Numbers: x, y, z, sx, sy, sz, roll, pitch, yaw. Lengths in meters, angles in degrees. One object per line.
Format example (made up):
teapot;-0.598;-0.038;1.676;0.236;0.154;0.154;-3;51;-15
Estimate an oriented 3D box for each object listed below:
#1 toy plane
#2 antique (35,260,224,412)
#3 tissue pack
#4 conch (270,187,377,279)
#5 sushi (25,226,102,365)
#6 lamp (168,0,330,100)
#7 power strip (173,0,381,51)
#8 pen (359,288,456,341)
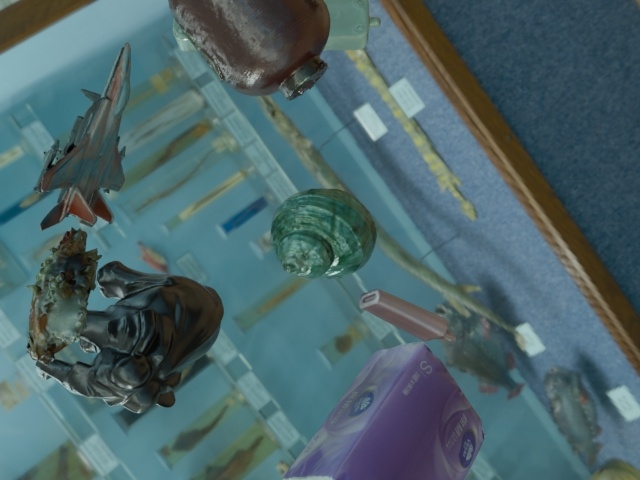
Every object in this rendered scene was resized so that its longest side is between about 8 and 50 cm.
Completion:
toy plane;-0.376;-0.171;1.288;0.104;0.326;0.223;16;-172;18
antique;-0.320;0.161;1.376;0.255;0.322;0.185;22;134;32
tissue pack;0.120;0.373;1.319;0.160;0.338;0.242;-24;108;45
conch;-0.001;0.002;1.253;0.134;0.202;0.196;52;128;28
sushi;-0.389;0.075;1.182;0.097;0.103;0.226;67;-159;-58
lamp;-0.095;-0.299;1.018;0.258;0.180;0.180;52;160;1
power strip;-0.080;-0.405;1.459;0.062;0.385;0.091;84;-174;-71
pen;0.139;0.117;1.155;0.197;0.032;0.053;29;142;-36
